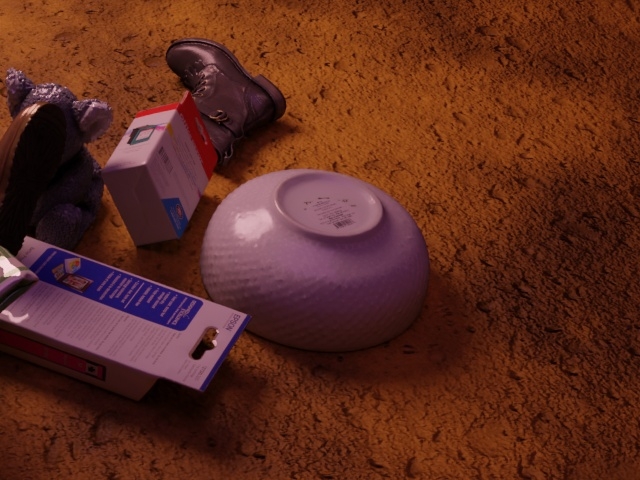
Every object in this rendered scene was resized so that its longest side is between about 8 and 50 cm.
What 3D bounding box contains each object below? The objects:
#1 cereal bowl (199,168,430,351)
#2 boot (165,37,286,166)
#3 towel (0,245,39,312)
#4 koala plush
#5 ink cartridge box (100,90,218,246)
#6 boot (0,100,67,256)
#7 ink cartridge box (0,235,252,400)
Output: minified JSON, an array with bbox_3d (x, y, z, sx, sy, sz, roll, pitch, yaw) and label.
[{"bbox_3d":[0.000,0.000,1.981,0.339,0.141,0.339,8,35,-6],"label":"cereal bowl"},{"bbox_3d":[-0.203,-0.232,2.271,0.263,0.091,0.229,30,39,19],"label":"boot"},{"bbox_3d":[-0.526,0.066,1.699,0.325,0.038,0.248,21,55,41],"label":"towel"},{"bbox_3d":[-0.394,-0.135,1.978,0.196,0.221,0.203,21,37,12],"label":"koala plush"},{"bbox_3d":[-0.235,-0.112,2.054,0.078,0.134,0.231,-11,30,20],"label":"ink cartridge box"},{"bbox_3d":[-0.502,-0.104,1.880,0.269,0.089,0.236,15,76,29],"label":"boot"},{"bbox_3d":[-0.294,0.107,1.817,0.371,0.069,0.176,17,36,11],"label":"ink cartridge box"}]
